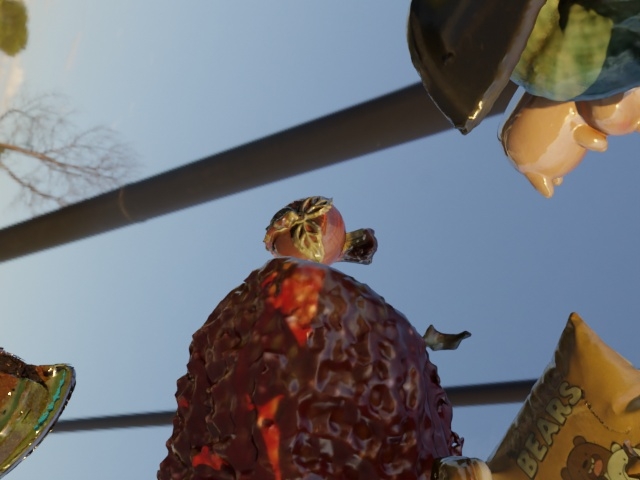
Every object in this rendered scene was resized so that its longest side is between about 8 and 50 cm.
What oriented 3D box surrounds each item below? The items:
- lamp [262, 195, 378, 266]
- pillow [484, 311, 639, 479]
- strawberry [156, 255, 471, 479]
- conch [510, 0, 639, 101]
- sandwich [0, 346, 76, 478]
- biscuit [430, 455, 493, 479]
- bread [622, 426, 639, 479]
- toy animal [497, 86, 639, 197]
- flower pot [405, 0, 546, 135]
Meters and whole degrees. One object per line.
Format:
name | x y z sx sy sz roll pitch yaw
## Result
lamp | -0.003 -0.012 1.557 0.215 0.223 0.151 -14 -104 10
pillow | 0.403 0.309 1.077 0.312 0.119 0.310 37 -64 35
strawberry | 0.014 0.191 0.637 0.292 0.292 0.344 48 -57 56
conch | 0.262 -0.247 0.766 0.277 0.195 0.220 -123 -126 -73
sandwich | -0.404 0.209 0.914 0.159 0.235 0.079 61 -14 18
biscuit | 0.056 0.196 0.289 0.138 0.031 0.205 88 6 -52
bread | 0.301 0.222 0.347 0.394 0.361 0.250 18 -65 44
toy animal | 0.335 -0.180 0.969 0.250 0.154 0.166 -39 -178 31
flower pot | 0.285 -0.262 0.692 0.251 0.379 0.380 97 -12 -56
